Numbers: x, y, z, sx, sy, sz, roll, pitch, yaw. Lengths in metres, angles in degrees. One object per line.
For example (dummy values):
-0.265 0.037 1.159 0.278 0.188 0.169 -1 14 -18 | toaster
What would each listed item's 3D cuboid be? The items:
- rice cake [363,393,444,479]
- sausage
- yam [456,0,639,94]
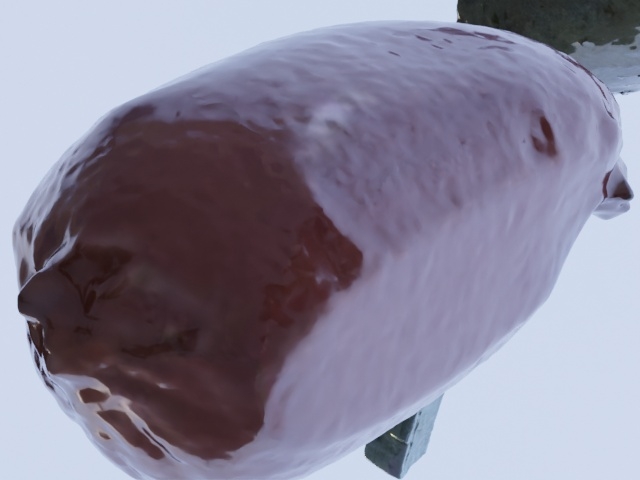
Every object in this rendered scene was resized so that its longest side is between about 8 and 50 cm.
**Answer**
0.062 0.051 0.991 0.033 0.029 0.171 31 -69 35 | rice cake
0.000 0.000 0.631 0.148 0.254 0.148 16 -63 34 | sausage
0.217 -0.178 1.180 0.304 0.168 0.168 -13 -101 39 | yam
